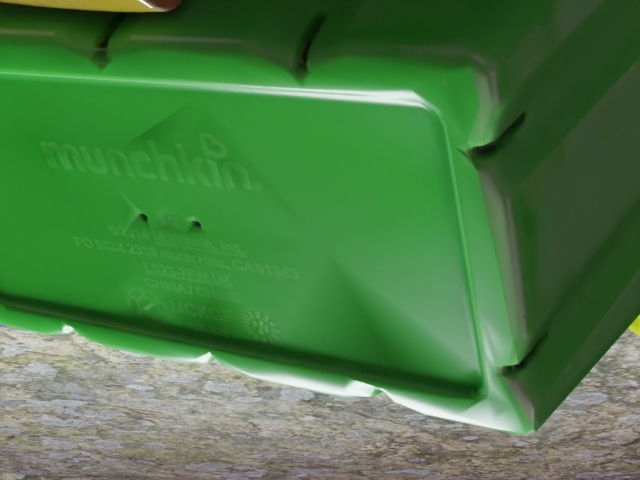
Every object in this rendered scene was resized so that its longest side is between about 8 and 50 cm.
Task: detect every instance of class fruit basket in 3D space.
[{"bbox_3d":[0.021,-0.100,0.530,0.392,0.392,0.282,-5,127,13],"label":"fruit basket"}]

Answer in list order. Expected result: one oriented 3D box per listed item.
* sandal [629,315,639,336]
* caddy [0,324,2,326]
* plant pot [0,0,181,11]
[{"bbox_3d":[0.239,0.001,0.847,0.317,0.138,0.126,16,-169,-8],"label":"sandal"},{"bbox_3d":[-0.309,-0.059,0.643,0.179,0.241,0.341,-10,156,9],"label":"caddy"},{"bbox_3d":[-0.160,-0.204,0.338,0.187,0.212,0.212,1,162,35],"label":"plant pot"}]
